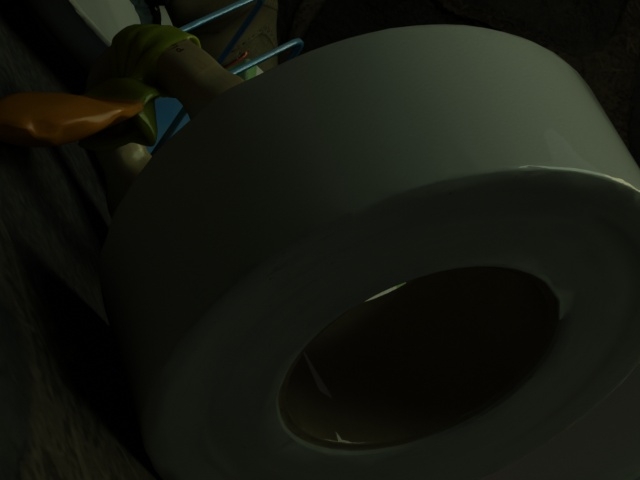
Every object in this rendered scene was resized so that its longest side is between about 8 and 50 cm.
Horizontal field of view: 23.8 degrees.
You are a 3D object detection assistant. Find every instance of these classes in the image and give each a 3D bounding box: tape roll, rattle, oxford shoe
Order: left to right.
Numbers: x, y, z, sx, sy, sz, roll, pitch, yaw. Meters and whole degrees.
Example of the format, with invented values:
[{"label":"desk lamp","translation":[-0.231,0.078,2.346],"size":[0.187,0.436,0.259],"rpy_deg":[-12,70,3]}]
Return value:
[{"label":"rattle","translation":[-0.109,-0.009,0.838],"size":[0.143,0.130,0.200],"rpy_deg":[-56,169,-46]},{"label":"oxford shoe","translation":[-0.081,-0.178,1.430],"size":[0.348,0.123,0.130],"rpy_deg":[70,0,-84]},{"label":"tape roll","translation":[0.036,0.027,0.777],"size":[0.286,0.286,0.100],"rpy_deg":[57,8,-53]}]

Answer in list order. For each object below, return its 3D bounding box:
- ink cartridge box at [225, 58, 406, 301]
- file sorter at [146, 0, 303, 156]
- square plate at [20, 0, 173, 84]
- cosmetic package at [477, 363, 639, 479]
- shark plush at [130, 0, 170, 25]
[{"label":"ink cartridge box","translation":[0.000,0.000,1.103],"size":[0.235,0.056,0.171],"rpy_deg":[39,39,-40]},{"label":"file sorter","translation":[-0.037,-0.053,0.950],"size":[0.170,0.104,0.118],"rpy_deg":[49,46,8]},{"label":"square plate","translation":[-0.181,-0.215,1.110],"size":[0.347,0.049,0.344],"rpy_deg":[67,5,27]},{"label":"cosmetic package","translation":[0.278,0.323,1.236],"size":[0.394,0.329,0.327],"rpy_deg":[64,-6,-7]},{"label":"shark plush","translation":[-0.133,-0.208,1.009],"size":[0.067,0.073,0.161],"rpy_deg":[23,-25,49]}]
